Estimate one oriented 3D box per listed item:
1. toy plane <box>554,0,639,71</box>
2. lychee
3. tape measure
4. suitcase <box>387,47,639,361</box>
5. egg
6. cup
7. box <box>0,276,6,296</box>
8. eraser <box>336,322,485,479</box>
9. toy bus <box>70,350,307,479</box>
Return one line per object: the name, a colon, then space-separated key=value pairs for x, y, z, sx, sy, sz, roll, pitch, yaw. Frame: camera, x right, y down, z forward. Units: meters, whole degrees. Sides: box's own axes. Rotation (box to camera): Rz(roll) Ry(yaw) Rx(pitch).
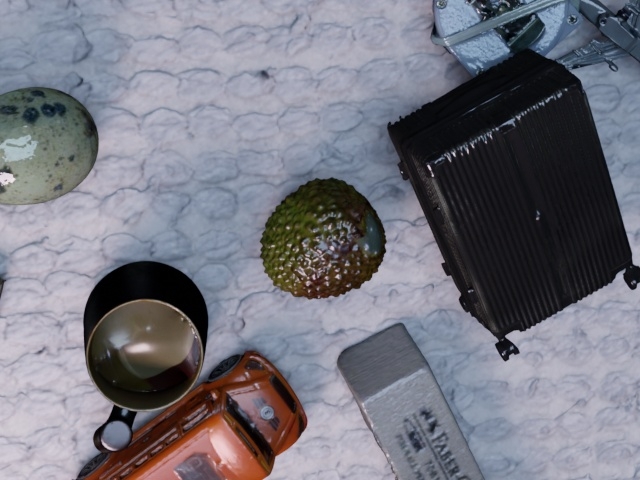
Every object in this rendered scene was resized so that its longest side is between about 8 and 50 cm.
toy plane: x=0.388 y=-0.284 z=1.408 sx=0.226 sy=0.058 sz=0.226 roll=42 pitch=116 yaw=0
lychee: x=0.000 y=0.000 z=1.373 sx=0.171 sy=0.171 sz=0.171 roll=-1 pitch=99 yaw=-9
tape measure: x=0.231 y=-0.297 z=1.367 sx=0.181 sy=0.107 sz=0.182 roll=38 pitch=109 yaw=-8
suitcase: x=0.253 y=-0.047 z=1.352 sx=0.230 sy=0.152 sz=0.335 roll=-29 pitch=125 yaw=-3
egg: x=-0.360 y=-0.113 z=1.293 sx=0.182 sy=0.141 sz=0.141 roll=-24 pitch=103 yaw=-25
cup: x=-0.217 y=0.159 z=1.347 sx=0.166 sy=0.177 sz=0.239 roll=-6 pitch=100 yaw=-9
box: x=-0.447 y=0.090 z=1.366 sx=0.062 sy=0.045 sz=0.098 roll=16 pitch=98 yaw=-12
eraser: x=0.147 y=0.295 z=1.478 sx=0.111 sy=0.077 sz=0.352 roll=-27 pitch=102 yaw=-3
toy bus: x=-0.171 y=0.294 z=1.390 sx=0.329 sy=0.153 sz=0.143 roll=-36 pitch=103 yaw=-3
